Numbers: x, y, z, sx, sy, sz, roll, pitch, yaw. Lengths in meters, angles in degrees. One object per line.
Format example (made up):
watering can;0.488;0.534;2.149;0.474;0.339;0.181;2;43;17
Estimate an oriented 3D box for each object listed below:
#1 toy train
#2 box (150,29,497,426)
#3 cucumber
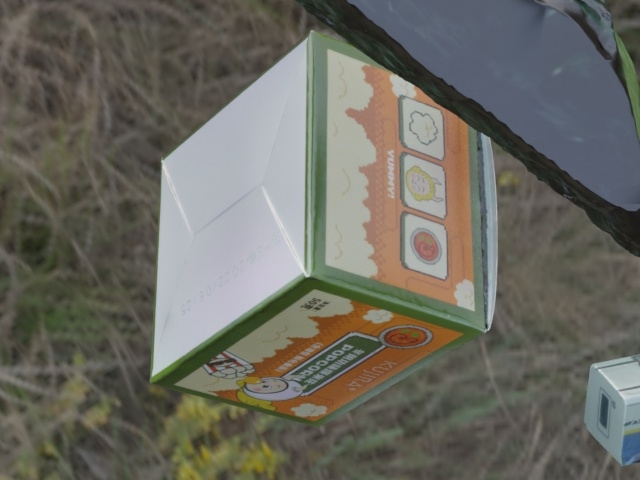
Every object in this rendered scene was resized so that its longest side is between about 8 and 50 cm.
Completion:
toy train;0.276;0.086;1.177;0.234;0.051;0.052;-9;30;-18
box;0.000;0.000;1.255;0.148;0.195;0.177;17;57;-30
cucumber;0.047;-0.077;0.641;0.220;0.046;0.070;35;104;-4
